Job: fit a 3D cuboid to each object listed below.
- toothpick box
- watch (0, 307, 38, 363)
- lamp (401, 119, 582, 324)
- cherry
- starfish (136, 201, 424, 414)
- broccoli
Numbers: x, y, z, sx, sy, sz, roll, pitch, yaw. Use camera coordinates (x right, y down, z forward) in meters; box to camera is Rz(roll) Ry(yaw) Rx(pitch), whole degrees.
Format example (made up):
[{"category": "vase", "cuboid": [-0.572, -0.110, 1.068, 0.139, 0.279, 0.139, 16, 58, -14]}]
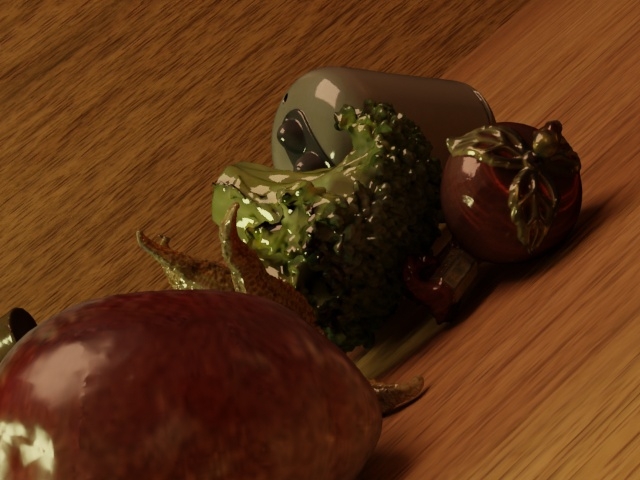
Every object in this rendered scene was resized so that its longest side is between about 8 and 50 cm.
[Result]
[{"category": "toothpick box", "cuboid": [0.075, -0.123, 1.687, 0.316, 0.229, 0.229, 1, -21, -38]}, {"category": "watch", "cuboid": [-0.244, 0.186, 1.733, 0.327, 0.314, 0.335, -25, -1, 9]}, {"category": "lamp", "cuboid": [0.192, -0.025, 1.307, 0.215, 0.151, 0.223, -44, -30, -33]}, {"category": "cherry", "cuboid": [-0.134, 0.187, 1.084, 0.335, 0.291, 0.326, -16, -23, -26]}, {"category": "starfish", "cuboid": [-0.076, 0.084, 1.276, 0.084, 0.293, 0.301, -46, 10, -35]}, {"category": "broccoli", "cuboid": [0.022, 0.007, 1.437, 0.272, 0.324, 0.334, -2, 31, 36]}]
